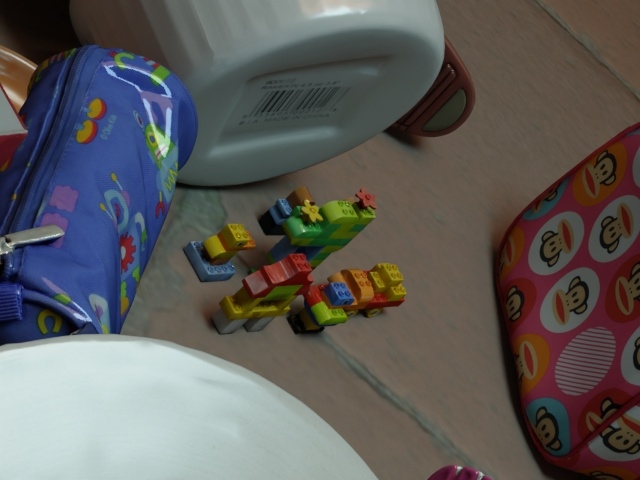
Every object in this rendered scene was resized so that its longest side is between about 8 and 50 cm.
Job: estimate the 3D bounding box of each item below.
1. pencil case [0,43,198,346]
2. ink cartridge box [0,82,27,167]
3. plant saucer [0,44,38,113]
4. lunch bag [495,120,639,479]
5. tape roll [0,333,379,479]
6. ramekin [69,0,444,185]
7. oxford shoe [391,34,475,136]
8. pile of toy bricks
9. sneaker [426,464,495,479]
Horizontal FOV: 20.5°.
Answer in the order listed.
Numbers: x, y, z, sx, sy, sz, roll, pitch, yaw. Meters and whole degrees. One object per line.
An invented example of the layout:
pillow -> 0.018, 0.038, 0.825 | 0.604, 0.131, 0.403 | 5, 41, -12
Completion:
pencil case -> -0.159, -0.009, 1.097 | 0.119, 0.133, 0.306 | 4, 36, 6
ink cartridge box -> -0.285, -0.054, 1.025 | 0.127, 0.176, 0.128 | -9, 61, -50
plant saucer -> -0.227, -0.058, 1.228 | 0.200, 0.037, 0.200 | 30, 35, -24
lunch bag -> 0.279, 0.039, 1.503 | 0.120, 0.258, 0.293 | 27, 37, -28
tape roll -> -0.094, 0.235, 0.796 | 0.392, 0.072, 0.392 | 14, 65, -33
ramekin -> -0.039, -0.154, 1.344 | 0.277, 0.277, 0.135 | 3, 60, -48
oxford shoe -> 0.012, -0.239, 1.635 | 0.348, 0.123, 0.130 | 43, 26, -8
pile of toy bricks -> 0.000, 0.000, 1.364 | 0.212, 0.105, 0.118 | -2, 56, -51
sneaker -> 0.186, 0.243, 1.251 | 0.252, 0.103, 0.111 | 32, 3, 34
